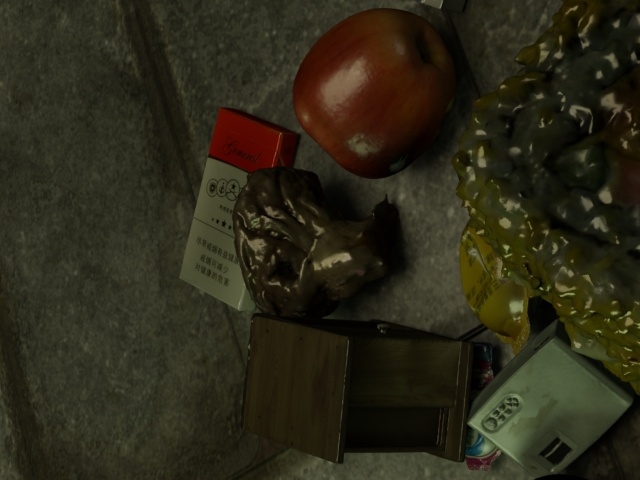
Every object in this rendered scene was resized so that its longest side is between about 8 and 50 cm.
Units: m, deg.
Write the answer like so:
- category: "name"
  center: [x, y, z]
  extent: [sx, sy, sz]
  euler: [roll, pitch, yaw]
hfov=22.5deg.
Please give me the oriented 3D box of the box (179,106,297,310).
- category: "box"
  center: [-0.111, -0.043, 2.136]
  extent: [0.139, 0.035, 0.245]
  euler: [24, 104, 44]

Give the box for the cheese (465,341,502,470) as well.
- category: "cheese"
  center: [0.179, 0.188, 1.824]
  extent: [0.095, 0.038, 0.145]
  euler: [-4, 85, 45]

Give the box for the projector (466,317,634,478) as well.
- category: "projector"
  center: [0.245, 0.169, 1.711]
  extent: [0.115, 0.061, 0.147]
  euler: [39, 118, -4]

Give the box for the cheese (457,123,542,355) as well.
- category: "cheese"
  center: [0.190, -0.002, 1.784]
  extent: [0.177, 0.069, 0.270]
  euler: [104, 156, -57]

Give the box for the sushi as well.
- category: "sushi"
  center: [0.323, -0.088, 1.487]
  extent: [0.396, 0.240, 0.351]
  euler: [-47, 59, -1]

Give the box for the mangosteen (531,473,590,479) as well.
- category: "mangosteen"
  center: [0.253, 0.321, 1.680]
  extent: [0.152, 0.152, 0.153]
  euler: [-4, 84, 45]

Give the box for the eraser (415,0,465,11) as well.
- category: "eraser"
  center: [0.095, -0.342, 1.940]
  extent: [0.212, 0.046, 0.092]
  euler: [28, 108, 42]

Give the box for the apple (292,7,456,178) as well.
- category: "apple"
  center: [0.068, -0.177, 1.875]
  extent: [0.199, 0.199, 0.199]
  euler: [-4, 84, 45]

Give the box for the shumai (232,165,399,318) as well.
- category: "shumai"
  center: [0.000, 0.000, 1.942]
  extent: [0.175, 0.166, 0.206]
  euler: [-11, 99, 37]

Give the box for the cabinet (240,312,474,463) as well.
- category: "cabinet"
  center: [0.041, 0.163, 1.840]
  extent: [0.215, 0.174, 0.148]
  euler: [10, 95, 59]
